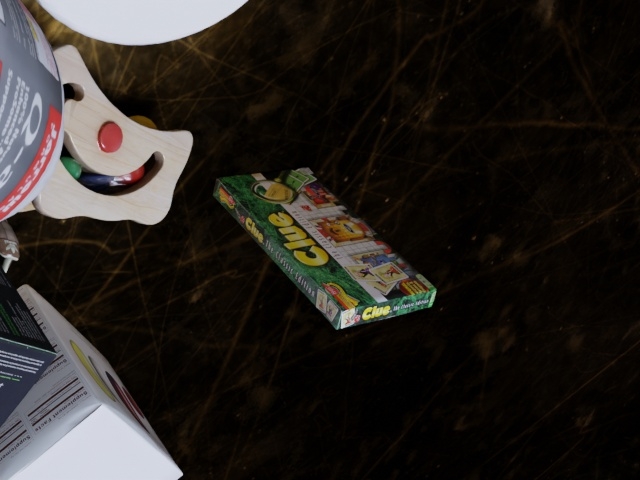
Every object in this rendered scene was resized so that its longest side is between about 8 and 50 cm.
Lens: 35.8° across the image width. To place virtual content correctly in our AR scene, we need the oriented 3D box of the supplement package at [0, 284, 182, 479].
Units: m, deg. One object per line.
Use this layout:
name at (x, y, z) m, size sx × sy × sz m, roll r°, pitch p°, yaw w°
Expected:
supplement package at (-0.291, 0.198, 1.080) m, size 0.149 × 0.203 × 0.194 m, roll -39°, pitch 142°, yaw -7°

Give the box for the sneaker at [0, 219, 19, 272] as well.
sneaker at (-0.366, 0.059, 0.993) m, size 0.066 × 0.071 × 0.188 m, roll 16°, pitch 112°, yaw -49°

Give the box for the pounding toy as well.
pounding toy at (-0.266, -0.102, 0.941) m, size 0.269 × 0.154 × 0.154 m, roll 4°, pitch 93°, yaw -55°

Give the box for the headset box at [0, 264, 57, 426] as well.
headset box at (-0.406, 0.116, 0.869) m, size 0.283 × 0.246 × 0.131 m, roll -50°, pitch 142°, yaw 9°

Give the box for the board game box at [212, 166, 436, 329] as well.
board game box at (0.000, 0.000, 1.118) m, size 0.136 × 0.259 × 0.030 m, roll -13°, pitch 132°, yaw -35°

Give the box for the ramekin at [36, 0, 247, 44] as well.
ramekin at (-0.142, -0.290, 0.789) m, size 0.277 × 0.135 × 0.277 m, roll -24°, pitch 148°, yaw -16°

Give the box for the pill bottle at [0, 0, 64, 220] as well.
pill bottle at (-0.285, -0.101, 0.646) m, size 0.210 × 0.210 × 0.363 m, roll -42°, pitch -179°, yaw -4°
